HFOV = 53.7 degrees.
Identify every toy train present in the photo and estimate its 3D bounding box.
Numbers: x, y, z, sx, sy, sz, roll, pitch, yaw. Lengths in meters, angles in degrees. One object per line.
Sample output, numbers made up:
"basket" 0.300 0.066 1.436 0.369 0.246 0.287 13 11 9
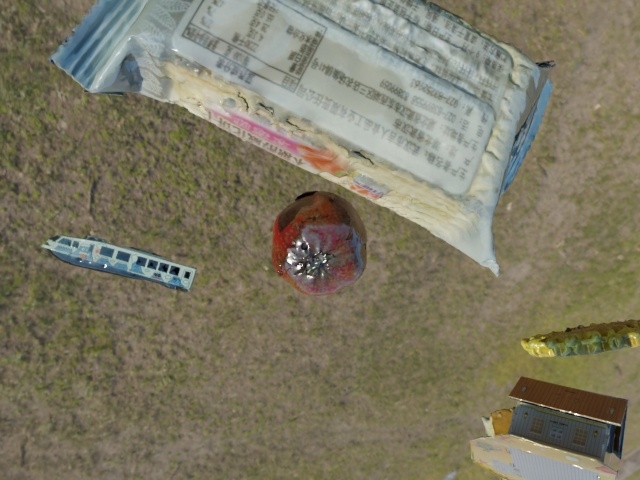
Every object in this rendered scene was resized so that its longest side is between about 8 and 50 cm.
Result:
"toy train" -0.276 0.028 0.873 0.208 0.047 0.043 16 168 -6

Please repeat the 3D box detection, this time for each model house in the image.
"model house" 0.342 0.282 0.942 0.135 0.220 0.207 -61 142 -28

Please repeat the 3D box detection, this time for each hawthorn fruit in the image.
"hawthorn fruit" 0.000 0.000 1.132 0.181 0.235 0.181 1 103 6

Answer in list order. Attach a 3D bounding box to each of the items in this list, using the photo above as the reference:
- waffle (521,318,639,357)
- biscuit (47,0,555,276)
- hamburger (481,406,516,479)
"waffle" 0.642 0.235 1.502 0.310 0.065 0.283 -10 173 26
"biscuit" 0.014 -0.116 0.421 0.309 0.185 0.079 24 158 -5
"hamburger" 0.376 0.393 1.097 0.156 0.207 0.135 -14 137 16
